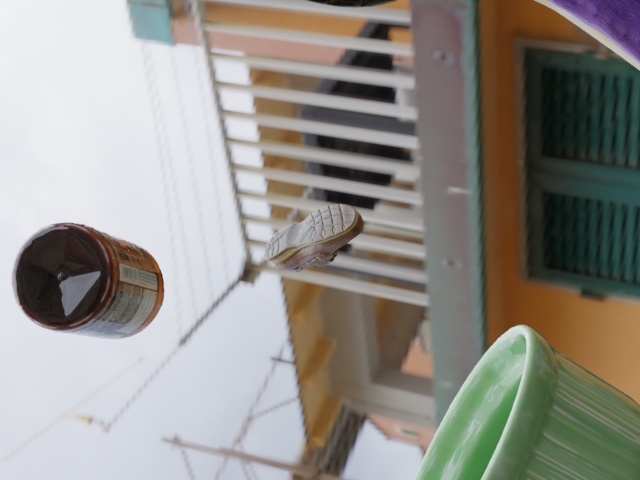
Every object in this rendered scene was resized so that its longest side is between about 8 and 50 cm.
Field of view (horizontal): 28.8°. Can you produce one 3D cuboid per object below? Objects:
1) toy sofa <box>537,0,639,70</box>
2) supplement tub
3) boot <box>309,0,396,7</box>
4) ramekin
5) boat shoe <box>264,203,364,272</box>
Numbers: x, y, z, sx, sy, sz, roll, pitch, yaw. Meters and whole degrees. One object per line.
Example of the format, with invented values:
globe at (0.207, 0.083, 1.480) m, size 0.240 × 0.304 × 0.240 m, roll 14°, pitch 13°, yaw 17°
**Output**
toy sofa at (0.393, -0.268, 1.304) m, size 0.177 × 0.362 × 0.150 m, roll -49°, pitch -6°, yaw -24°
supplement tub at (-0.221, 0.045, 1.239) m, size 0.198 × 0.106 × 0.106 m, roll 33°, pitch -111°, yaw -76°
boot at (0.022, -0.346, 1.127) m, size 0.377 × 0.284 × 0.138 m, roll -23°, pitch -42°, yaw -31°
ramekin at (0.198, 0.251, 1.244) m, size 0.303 × 0.148 × 0.303 m, roll -62°, pitch 2°, yaw 4°
boat shoe at (0.000, 0.000, 1.720) m, size 0.060 × 0.178 × 0.064 m, roll 38°, pitch -130°, yaw -27°
